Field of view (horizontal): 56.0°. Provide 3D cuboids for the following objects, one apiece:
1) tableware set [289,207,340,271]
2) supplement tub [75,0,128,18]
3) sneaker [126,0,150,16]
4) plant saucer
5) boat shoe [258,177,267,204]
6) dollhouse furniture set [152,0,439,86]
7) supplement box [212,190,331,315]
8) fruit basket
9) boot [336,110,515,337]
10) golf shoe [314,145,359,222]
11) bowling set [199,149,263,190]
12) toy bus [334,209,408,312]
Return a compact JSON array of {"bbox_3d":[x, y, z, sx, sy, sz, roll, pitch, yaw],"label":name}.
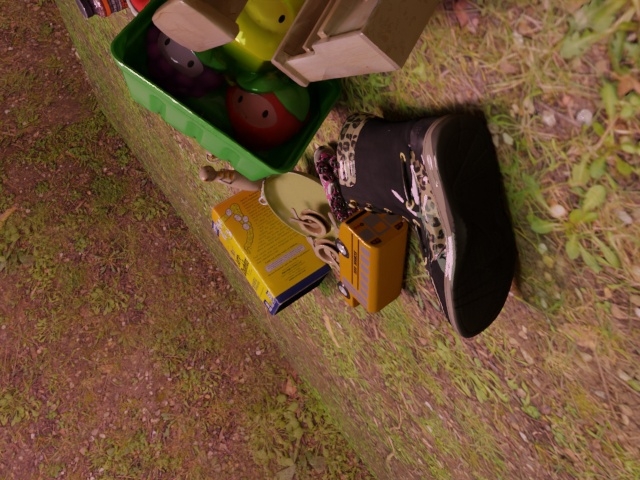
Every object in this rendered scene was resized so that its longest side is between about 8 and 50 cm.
[{"bbox_3d":[0.000,0.000,1.503,0.128,0.039,0.194,8,142,35],"label":"tableware set"},{"bbox_3d":[-0.617,-0.727,1.774,0.106,0.198,0.106,49,161,23],"label":"supplement tub"},{"bbox_3d":[-0.434,-0.641,1.657,0.279,0.107,0.118,48,142,17],"label":"sneaker"},{"bbox_3d":[-0.030,-0.090,1.476,0.241,0.037,0.241,23,148,15],"label":"plant saucer"},{"bbox_3d":[-0.124,-0.150,1.624,0.306,0.105,0.113,48,160,24],"label":"boat shoe"},{"bbox_3d":[-0.070,-0.383,0.735,0.394,0.362,0.256,32,173,-29],"label":"dollhouse furniture set"},{"bbox_3d":[-0.161,0.023,1.864,0.356,0.195,0.194,55,162,9],"label":"supplement box"},{"bbox_3d":[-0.135,-0.320,1.046,0.392,0.282,0.392,24,153,13],"label":"fruit basket"},{"bbox_3d":[0.166,-0.042,1.010,0.284,0.138,0.377,28,143,54],"label":"boot"},{"bbox_3d":[0.038,-0.127,1.335,0.086,0.068,0.186,-105,-5,-60],"label":"golf shoe"},{"bbox_3d":[-0.202,-0.270,1.496,0.287,0.154,0.199,-95,16,-58],"label":"bowling set"},{"bbox_3d":[0.115,0.052,1.351,0.130,0.108,0.332,45,158,29],"label":"toy bus"}]
